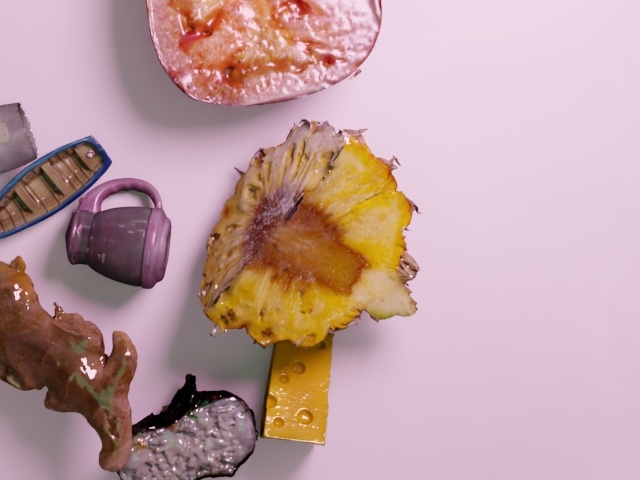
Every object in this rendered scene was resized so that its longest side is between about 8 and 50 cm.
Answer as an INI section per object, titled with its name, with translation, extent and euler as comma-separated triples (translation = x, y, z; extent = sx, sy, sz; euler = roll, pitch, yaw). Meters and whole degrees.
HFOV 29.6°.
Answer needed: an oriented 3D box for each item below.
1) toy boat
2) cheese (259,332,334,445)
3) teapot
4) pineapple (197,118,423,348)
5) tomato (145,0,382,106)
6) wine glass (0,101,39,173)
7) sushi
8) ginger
[toy boat]
translation = -0.402, -0.069, 1.717
extent = 0.229, 0.046, 0.080
euler = -36, 115, 0
[cheese]
translation = -0.033, 0.215, 1.806
extent = 0.093, 0.126, 0.171
euler = 9, 79, -4
[teapot]
translation = -0.286, -0.011, 1.714
extent = 0.146, 0.116, 0.148
euler = 8, 101, -2
[pineapple]
translation = 0.003, 0.002, 1.747
extent = 0.286, 0.209, 0.344
euler = 32, 104, -33
[tomato]
translation = -0.081, -0.341, 1.676
extent = 0.338, 0.143, 0.339
euler = -1, 95, -6
[wine glass]
translation = -0.536, -0.096, 1.585
extent = 0.309, 0.264, 0.096
euler = -18, 99, -5
[sushi]
translation = -0.201, 0.284, 1.770
extent = 0.212, 0.115, 0.147
euler = -26, 104, -4
[ginger]
translation = -0.362, 0.162, 1.702
extent = 0.333, 0.080, 0.166
euler = 41, 97, 12
